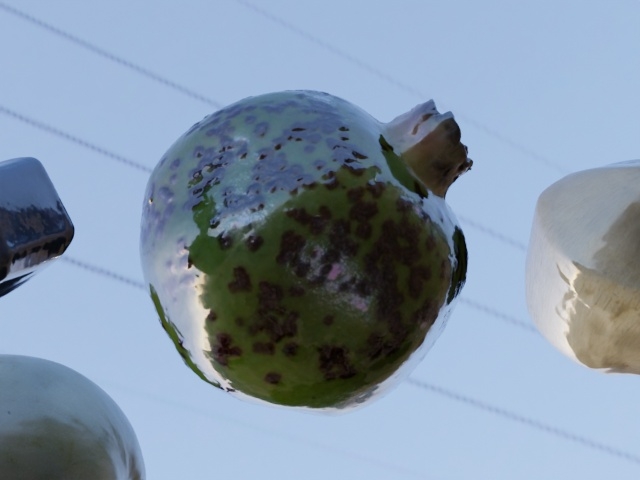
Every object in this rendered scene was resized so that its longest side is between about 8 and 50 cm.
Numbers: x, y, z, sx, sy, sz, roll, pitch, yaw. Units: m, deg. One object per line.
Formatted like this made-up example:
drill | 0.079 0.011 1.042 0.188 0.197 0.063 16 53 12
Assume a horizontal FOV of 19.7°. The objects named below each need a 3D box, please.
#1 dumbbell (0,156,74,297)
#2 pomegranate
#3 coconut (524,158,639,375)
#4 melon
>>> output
dumbbell | -0.287 -0.098 1.176 0.143 0.316 0.156 -26 1 -30
pomegranate | 0.000 0.000 1.373 0.270 0.254 0.254 -35 -42 8
coconut | 0.290 0.016 1.666 0.224 0.224 0.224 -18 -46 -20
melon | -0.308 0.231 1.748 0.308 0.272 0.272 23 -61 2
